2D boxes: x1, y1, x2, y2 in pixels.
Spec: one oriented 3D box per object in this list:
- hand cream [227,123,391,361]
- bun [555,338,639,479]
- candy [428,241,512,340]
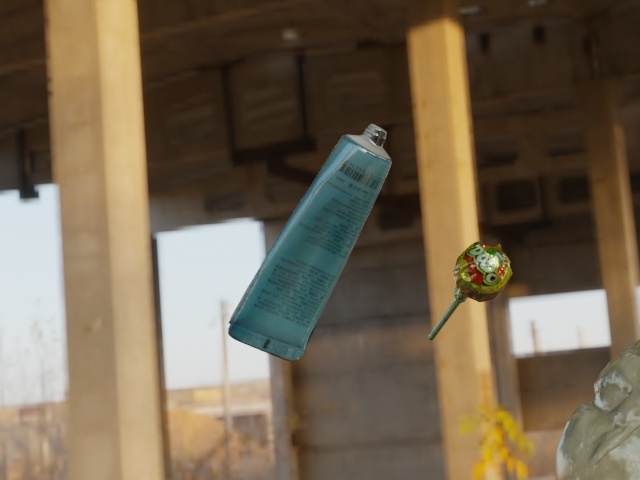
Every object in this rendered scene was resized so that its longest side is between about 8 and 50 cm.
[{"bbox_3d":[0.000,0.000,1.263,0.083,0.224,0.048,24,9,-29],"label":"hand cream"},{"bbox_3d":[0.200,0.100,0.742,0.183,0.183,0.102,-8,-53,24],"label":"bun"},{"bbox_3d":[0.146,0.063,1.501,0.060,0.060,0.201,-2,-25,-16],"label":"candy"}]
